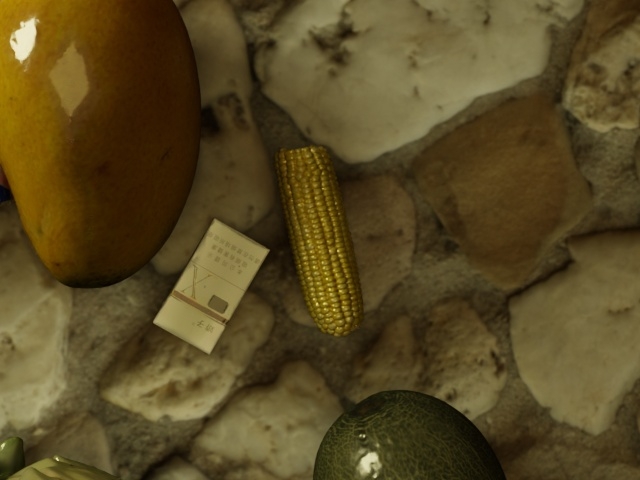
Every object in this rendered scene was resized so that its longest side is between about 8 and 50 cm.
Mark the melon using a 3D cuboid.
[{"bbox_3d":[0.120,0.336,1.210,0.237,0.237,0.302,-25,97,-6],"label":"melon"}]

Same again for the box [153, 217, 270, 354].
[{"bbox_3d":[-0.139,0.057,1.253,0.084,0.040,0.154,30,87,-10],"label":"box"}]

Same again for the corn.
[{"bbox_3d":[0.000,0.000,1.251,0.081,0.081,0.249,-14,95,-8],"label":"corn"}]

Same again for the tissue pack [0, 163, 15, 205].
[{"bbox_3d":[-0.480,-0.162,1.147,0.209,0.137,0.270,-8,97,-8],"label":"tissue pack"}]

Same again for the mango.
[{"bbox_3d":[-0.255,-0.134,1.124,0.221,0.263,0.378,3,99,32],"label":"mango"}]

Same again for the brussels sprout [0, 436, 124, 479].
[{"bbox_3d":[-0.300,0.441,1.094,0.425,0.342,0.361,22,82,2],"label":"brussels sprout"}]
